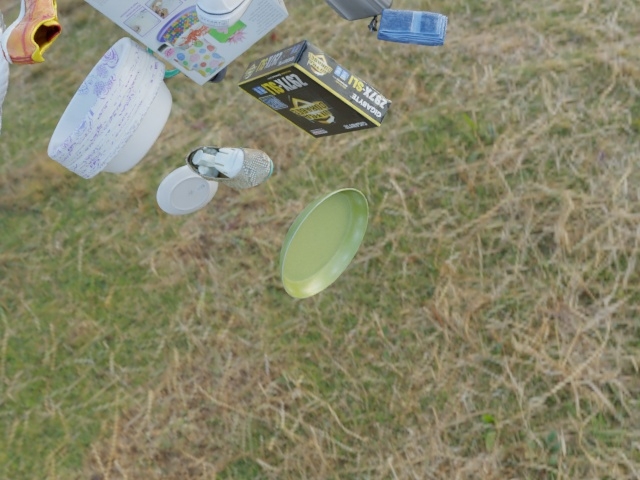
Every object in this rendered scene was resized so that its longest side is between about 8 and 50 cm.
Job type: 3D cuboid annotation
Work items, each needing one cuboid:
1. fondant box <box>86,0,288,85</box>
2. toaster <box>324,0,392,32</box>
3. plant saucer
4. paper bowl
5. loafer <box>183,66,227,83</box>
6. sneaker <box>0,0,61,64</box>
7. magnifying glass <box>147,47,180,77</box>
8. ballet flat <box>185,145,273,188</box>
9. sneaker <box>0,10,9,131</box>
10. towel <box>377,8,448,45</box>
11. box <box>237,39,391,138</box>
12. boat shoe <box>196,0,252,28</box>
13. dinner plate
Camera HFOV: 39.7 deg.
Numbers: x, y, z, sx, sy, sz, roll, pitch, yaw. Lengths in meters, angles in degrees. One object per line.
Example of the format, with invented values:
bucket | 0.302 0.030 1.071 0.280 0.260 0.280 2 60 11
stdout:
fondant box | -0.255 -0.470 1.681 0.238 0.330 0.096 -34 51 19
toaster | 0.057 -0.515 1.657 0.129 0.146 0.227 -4 81 28
plant saucer | 0.000 0.000 1.711 0.037 0.241 0.241 33 66 31
paper bowl | -0.406 -0.250 1.769 0.284 0.148 0.284 -40 32 31
loafer | -0.258 -0.512 2.015 0.095 0.303 0.109 -5 15 -40
sneaker | -0.386 -0.307 1.232 0.067 0.064 0.175 2 58 5
magnifying glass | -0.298 -0.450 1.892 0.092 0.231 0.026 35 26 0
ballet flat | -0.163 -0.127 1.498 0.206 0.067 0.073 4 78 51
sneaker | -0.604 -0.276 1.537 0.115 0.281 0.105 5 33 -23
towel | 0.161 -0.375 1.552 0.119 0.029 0.067 7 63 8
box | -0.022 -0.351 2.115 0.322 0.257 0.079 2 62 62
boat shoe | -0.097 -0.369 1.162 0.083 0.076 0.226 14 51 4
dinner plate | -0.285 -0.105 1.918 0.141 0.141 0.017 -30 54 -8
